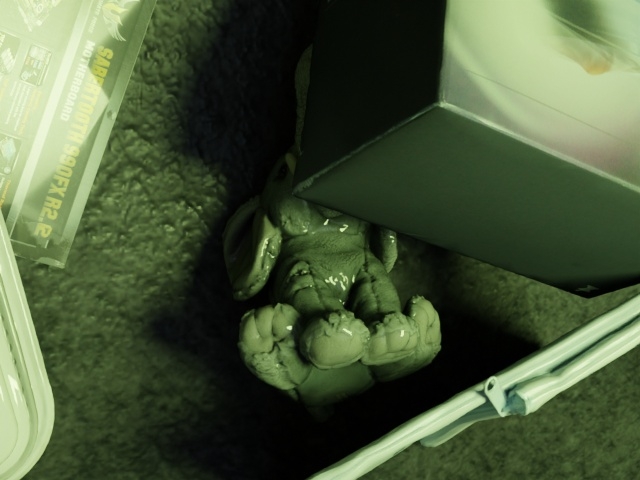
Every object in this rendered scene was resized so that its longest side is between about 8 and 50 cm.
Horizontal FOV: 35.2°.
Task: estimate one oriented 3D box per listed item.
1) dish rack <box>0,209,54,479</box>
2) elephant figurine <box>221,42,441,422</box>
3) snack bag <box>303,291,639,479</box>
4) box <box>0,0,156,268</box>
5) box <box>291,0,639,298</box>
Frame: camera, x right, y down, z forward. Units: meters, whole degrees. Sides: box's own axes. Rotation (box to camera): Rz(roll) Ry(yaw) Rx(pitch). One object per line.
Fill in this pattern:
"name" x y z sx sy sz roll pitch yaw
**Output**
"dish rack" -0.327 0.059 0.550 0.333 0.072 0.285 -17 102 -23
"elephant figurine" 0.000 0.000 0.819 0.186 0.239 0.169 -26 153 26
"snack bag" 0.117 0.146 0.837 0.343 0.323 0.037 -26 78 -14
"box" -0.225 -0.116 0.673 0.183 0.056 0.231 19 90 -36
"box" 0.161 -0.145 0.747 0.296 0.183 0.293 18 67 -28
